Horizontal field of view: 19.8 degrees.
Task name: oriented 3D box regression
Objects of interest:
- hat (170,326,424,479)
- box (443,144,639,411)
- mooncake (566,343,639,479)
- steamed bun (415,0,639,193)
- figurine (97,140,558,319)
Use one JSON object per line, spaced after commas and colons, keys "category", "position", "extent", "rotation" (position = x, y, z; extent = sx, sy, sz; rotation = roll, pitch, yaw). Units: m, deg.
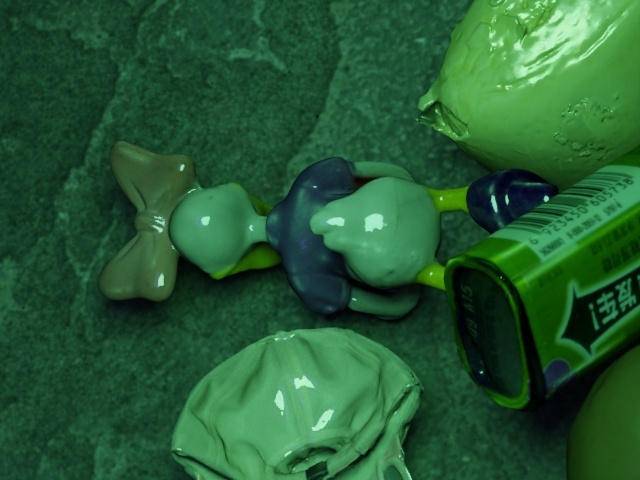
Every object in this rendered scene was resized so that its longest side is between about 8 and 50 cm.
{"category": "hat", "position": [-0.005, 0.208, 1.595], "extent": [0.219, 0.164, 0.226], "rotation": [-11, 112, 4]}
{"category": "box", "position": [0.252, -0.001, 1.465], "extent": [0.345, 0.134, 0.097], "rotation": [-31, 24, -29]}
{"category": "mooncake", "position": [0.408, 0.221, 1.380], "extent": [0.467, 0.262, 0.467], "rotation": [-4, 76, 17]}
{"category": "steamed bun", "position": [0.229, -0.150, 1.543], "extent": [0.166, 0.232, 0.273], "rotation": [42, 90, 26]}
{"category": "figurine", "position": [0.006, 0.001, 1.577], "extent": [0.420, 0.193, 0.154], "rotation": [4, 86, 34]}
